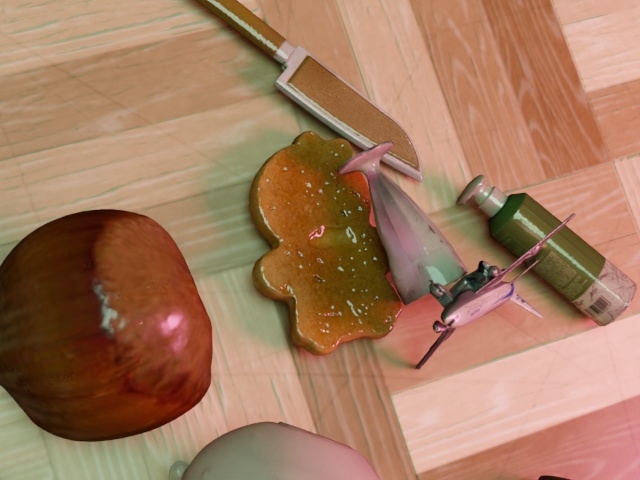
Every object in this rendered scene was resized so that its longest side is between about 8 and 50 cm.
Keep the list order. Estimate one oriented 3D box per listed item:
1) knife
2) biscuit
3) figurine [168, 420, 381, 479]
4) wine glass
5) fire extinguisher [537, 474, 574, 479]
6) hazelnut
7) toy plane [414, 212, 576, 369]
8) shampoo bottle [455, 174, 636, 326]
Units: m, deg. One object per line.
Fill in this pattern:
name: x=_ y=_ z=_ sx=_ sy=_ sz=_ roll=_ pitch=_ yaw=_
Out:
knife: x=-0.026 y=-0.172 z=1.203 sx=0.343 sy=0.027 sz=0.061 roll=36 pitch=55 yaw=-6
biscuit: x=0.000 y=0.000 z=1.165 sx=0.166 sy=0.036 sz=0.225 roll=-16 pitch=81 yaw=-24
figurine: x=-0.103 y=0.342 z=1.010 sx=0.274 sy=0.226 sz=0.394 roll=20 pitch=83 yaw=24
wine glass: x=0.077 y=-0.016 z=1.144 sx=0.073 sy=0.073 sz=0.155 roll=-28 pitch=84 yaw=-18
fire extinguisher: x=0.234 y=0.353 z=1.127 sx=0.099 sy=0.071 sz=0.231 roll=25 pitch=71 yaw=-36
hazelnut: x=-0.198 y=0.079 z=1.023 sx=0.210 sy=0.186 sz=0.210 roll=1 pitch=87 yaw=-28
toy plane: x=0.154 y=0.056 z=1.100 sx=0.226 sy=0.226 sz=0.058 roll=-48 pitch=66 yaw=21
shampoo bottle: x=0.233 y=0.005 z=1.209 sx=0.204 sy=0.065 sz=0.065 roll=39 pitch=71 yaw=-4
